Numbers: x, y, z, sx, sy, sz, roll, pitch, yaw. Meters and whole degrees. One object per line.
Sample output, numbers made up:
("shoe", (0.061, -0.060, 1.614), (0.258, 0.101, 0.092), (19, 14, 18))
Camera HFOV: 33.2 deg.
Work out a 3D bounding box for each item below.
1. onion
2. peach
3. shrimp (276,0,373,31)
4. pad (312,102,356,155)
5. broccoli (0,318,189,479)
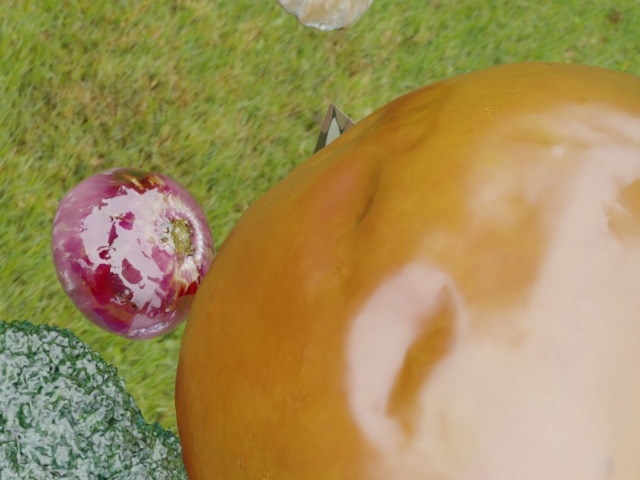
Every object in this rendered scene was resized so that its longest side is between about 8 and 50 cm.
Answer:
("onion", (-0.189, 0.012, 1.079), (0.153, 0.177, 0.177), (-12, 81, 11))
("peach", (0.097, 0.092, 0.513), (0.343, 0.302, 0.342), (10, 71, -30))
("shrimp", (-0.038, -0.272, 0.776), (0.317, 0.077, 0.168), (37, 55, -49))
("pad", (0.000, 0.000, 1.025), (0.003, 0.158, 0.235), (10, 111, -25))
("broccoli", (-0.246, 0.182, 0.827), (0.297, 0.297, 0.297), (-3, 114, -8))
